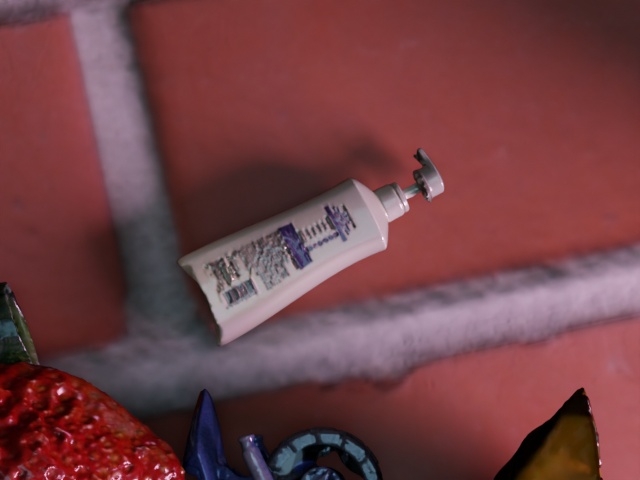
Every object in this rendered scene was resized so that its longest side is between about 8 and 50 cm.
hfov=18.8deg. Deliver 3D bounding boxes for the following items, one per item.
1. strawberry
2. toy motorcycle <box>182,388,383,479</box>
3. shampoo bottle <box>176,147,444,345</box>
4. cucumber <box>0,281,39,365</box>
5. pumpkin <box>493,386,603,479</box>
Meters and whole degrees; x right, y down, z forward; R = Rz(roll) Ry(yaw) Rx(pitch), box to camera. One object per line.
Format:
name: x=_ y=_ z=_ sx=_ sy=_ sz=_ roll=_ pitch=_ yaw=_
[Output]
strawberry: x=-0.150 y=0.123 z=0.922 sx=0.148 sy=0.131 sz=0.131 roll=-17 pitch=88 yaw=-27
toy motorcycle: x=-0.040 y=0.183 z=0.947 sx=0.114 sy=0.076 sz=0.205 roll=15 pitch=85 yaw=5
shampoo bottle: x=0.000 y=0.000 z=0.975 sx=0.141 sy=0.034 sz=0.049 roll=-27 pitch=82 yaw=-5
cucumber: x=-0.194 y=0.051 z=0.953 sx=0.105 sy=0.048 sz=0.048 roll=-9 pitch=87 yaw=-4
pumpkin: x=0.075 y=0.214 z=0.940 sx=0.163 sy=0.111 sz=0.278 roll=-9 pitch=92 yaw=6
